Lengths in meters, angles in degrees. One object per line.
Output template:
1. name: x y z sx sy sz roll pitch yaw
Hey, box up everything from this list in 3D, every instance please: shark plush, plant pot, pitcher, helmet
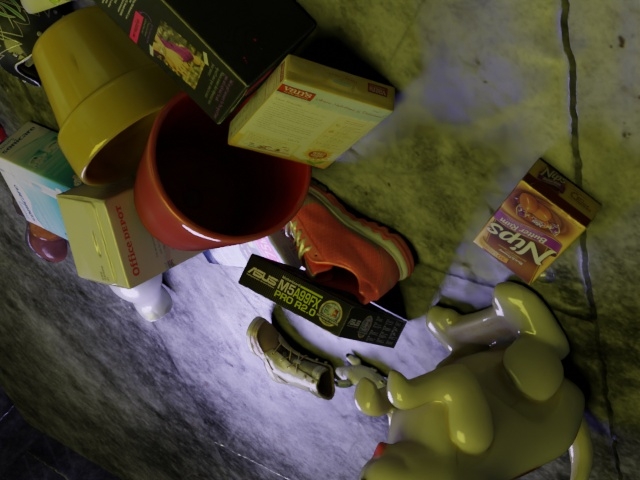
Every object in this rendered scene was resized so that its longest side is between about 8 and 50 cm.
1. shark plush: 0.105 0.280 2.131 0.161 0.073 0.067 5 158 19
2. plant pot: -0.361 -0.260 1.786 0.239 0.254 0.254 56 152 8
3. plant pot: -0.185 -0.100 1.735 0.275 0.275 0.243 47 152 -8
4. pitcher: -0.439 0.075 2.432 0.178 0.125 0.207 44 166 29
5. helmet: -0.536 -0.377 1.899 0.169 0.169 0.161 28 165 24

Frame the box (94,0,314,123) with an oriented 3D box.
1. box: -0.172 -0.334 1.512 0.270 0.165 0.143 45 151 -5

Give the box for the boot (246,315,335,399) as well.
1. boot: -0.060 0.255 2.241 0.165 0.077 0.213 18 147 38

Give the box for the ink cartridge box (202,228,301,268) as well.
1. ink cartridge box: -0.180 -0.030 2.030 0.311 0.065 0.186 8 136 47

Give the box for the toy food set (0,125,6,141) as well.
1. toy food set: -0.822 -0.252 2.454 0.104 0.111 0.232 28 150 23

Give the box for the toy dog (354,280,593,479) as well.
1. toy dog: 0.220 0.332 1.666 0.395 0.408 0.284 52 150 -16

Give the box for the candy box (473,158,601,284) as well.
1. candy box: 0.301 -0.022 1.470 0.109 0.053 0.187 38 152 7

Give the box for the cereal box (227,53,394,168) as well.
1. cereal box: -0.018 -0.186 1.560 0.173 0.047 0.240 14 157 -22

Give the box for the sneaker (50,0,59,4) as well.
1. sneaker: -0.307 -0.430 1.507 0.084 0.235 0.097 36 -166 -20

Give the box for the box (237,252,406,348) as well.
1. box: 0.009 0.110 1.842 0.216 0.060 0.270 26 -178 27

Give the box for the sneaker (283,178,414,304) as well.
1. sneaker: 0.000 0.000 1.773 0.314 0.136 0.116 29 147 23

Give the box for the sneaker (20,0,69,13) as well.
1. sneaker: -0.435 -0.505 1.675 0.323 0.130 0.236 7 123 57

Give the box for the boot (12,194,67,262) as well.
1. boot: -0.598 -0.013 2.560 0.280 0.096 0.264 17 135 25

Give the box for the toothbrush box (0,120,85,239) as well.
1. toothbrush box: -0.557 -0.111 2.306 0.295 0.126 0.216 21 145 32

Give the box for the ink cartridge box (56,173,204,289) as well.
1. ink cartridge box: -0.330 -0.040 1.917 0.168 0.232 0.171 7 117 45
